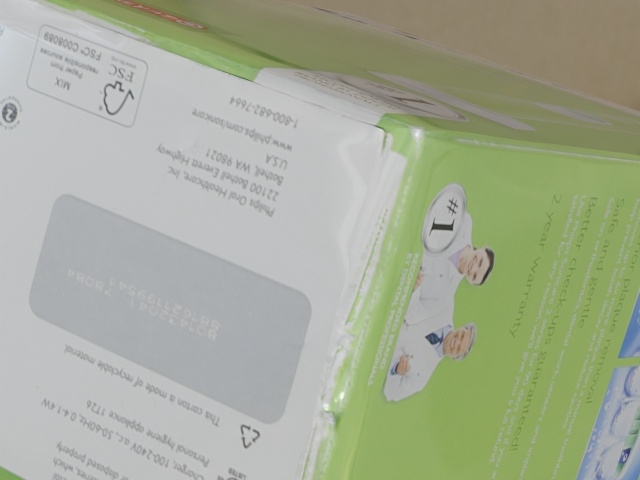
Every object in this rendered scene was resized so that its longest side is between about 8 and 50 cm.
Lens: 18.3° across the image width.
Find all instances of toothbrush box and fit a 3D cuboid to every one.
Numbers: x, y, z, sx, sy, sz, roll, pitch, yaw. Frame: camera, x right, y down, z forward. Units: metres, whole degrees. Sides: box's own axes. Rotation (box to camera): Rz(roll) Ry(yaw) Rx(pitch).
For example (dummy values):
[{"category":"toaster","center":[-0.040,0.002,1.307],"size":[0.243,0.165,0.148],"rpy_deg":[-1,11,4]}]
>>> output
[{"category":"toothbrush box","center":[0.000,0.000,0.580],"size":[0.206,0.122,0.283],"rpy_deg":[22,-168,30]}]
